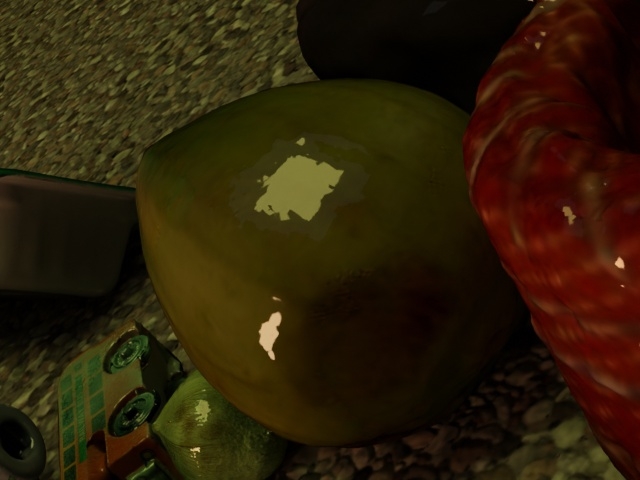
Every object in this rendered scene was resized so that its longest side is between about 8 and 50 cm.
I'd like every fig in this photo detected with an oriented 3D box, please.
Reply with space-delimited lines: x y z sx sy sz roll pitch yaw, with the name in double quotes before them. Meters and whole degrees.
"fig" 0.000 0.000 0.839 0.271 0.239 0.239 30 66 19

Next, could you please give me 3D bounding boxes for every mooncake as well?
"mooncake" 0.181 -0.193 0.961 0.381 0.212 0.350 -38 17 8

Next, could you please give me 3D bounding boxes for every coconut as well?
"coconut" -0.071 0.132 0.919 0.096 0.088 0.088 -1 35 1

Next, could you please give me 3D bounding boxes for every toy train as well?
"toy train" -0.148 0.141 1.015 0.099 0.072 0.188 -40 29 10

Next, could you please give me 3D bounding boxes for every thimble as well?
"thimble" 0.250 -0.033 0.654 0.350 0.230 0.350 -26 30 17

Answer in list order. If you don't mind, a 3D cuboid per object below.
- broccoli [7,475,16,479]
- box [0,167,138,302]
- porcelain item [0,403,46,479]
"broccoli" -0.215 0.237 0.864 0.154 0.160 0.167 -5 61 44
"box" -0.323 0.004 1.294 0.336 0.264 0.106 -4 82 45
"porcelain item" -0.325 0.216 1.044 0.259 0.141 0.141 -34 28 24
